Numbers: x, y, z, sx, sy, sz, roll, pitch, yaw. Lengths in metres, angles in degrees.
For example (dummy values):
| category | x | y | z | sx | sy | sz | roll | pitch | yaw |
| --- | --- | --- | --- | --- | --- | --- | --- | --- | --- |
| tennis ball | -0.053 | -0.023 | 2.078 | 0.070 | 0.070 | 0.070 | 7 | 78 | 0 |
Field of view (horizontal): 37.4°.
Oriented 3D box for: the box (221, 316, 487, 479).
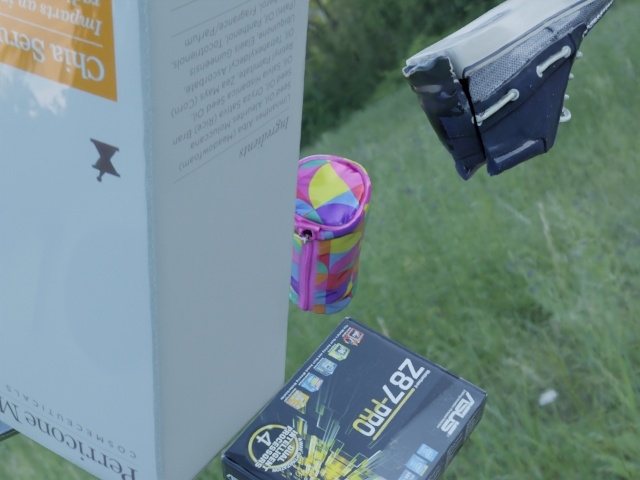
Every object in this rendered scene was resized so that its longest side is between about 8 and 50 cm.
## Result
| category | x | y | z | sx | sy | sz | roll | pitch | yaw |
| --- | --- | --- | --- | --- | --- | --- | --- | --- | --- |
| box | 0.065 | 0.352 | 1.696 | 0.318 | 0.097 | 0.395 | 29 | 52 | 23 |

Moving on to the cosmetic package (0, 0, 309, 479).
| category | x | y | z | sx | sy | sz | roll | pitch | yaw |
| --- | --- | --- | --- | --- | --- | --- | --- | --- | --- |
| cosmetic package | -0.147 | -0.068 | 0.615 | 0.230 | 0.453 | 0.161 | 21 | 38 | 23 |

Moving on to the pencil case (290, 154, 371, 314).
| category | x | y | z | sx | sy | sz | roll | pitch | yaw |
| --- | --- | --- | --- | --- | --- | --- | --- | --- | --- |
| pencil case | 0.000 | 0.000 | 1.041 | 0.104 | 0.104 | 0.236 | -32 | -22 | -15 |

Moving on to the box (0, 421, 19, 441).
| category | x | y | z | sx | sy | sz | roll | pitch | yaw |
| --- | --- | --- | --- | --- | --- | --- | --- | --- | --- |
| box | -0.627 | 0.288 | 1.769 | 0.232 | 0.183 | 0.059 | -25 | -17 | 20 |

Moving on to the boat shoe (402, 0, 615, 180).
| category | x | y | z | sx | sy | sz | roll | pitch | yaw |
| --- | --- | --- | --- | --- | --- | --- | --- | --- | --- |
| boat shoe | 0.248 | -0.198 | 1.098 | 0.340 | 0.158 | 0.127 | -32 | 16 | -27 |
